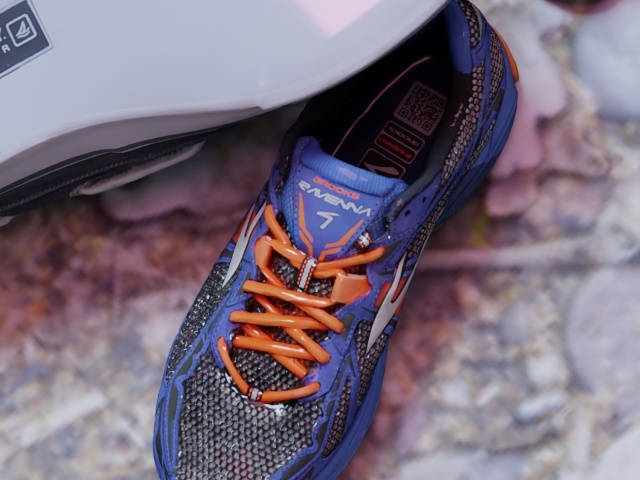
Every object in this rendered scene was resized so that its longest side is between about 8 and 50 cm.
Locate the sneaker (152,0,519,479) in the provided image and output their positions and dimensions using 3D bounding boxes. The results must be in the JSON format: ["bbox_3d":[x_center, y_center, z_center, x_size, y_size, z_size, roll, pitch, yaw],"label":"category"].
[{"bbox_3d":[0.000,0.000,0.717,0.083,0.087,0.221,22,77,12],"label":"sneaker"}]

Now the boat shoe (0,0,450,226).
[{"bbox_3d":[-0.075,-0.069,0.718,0.301,0.102,0.108,-26,86,13],"label":"boat shoe"}]
